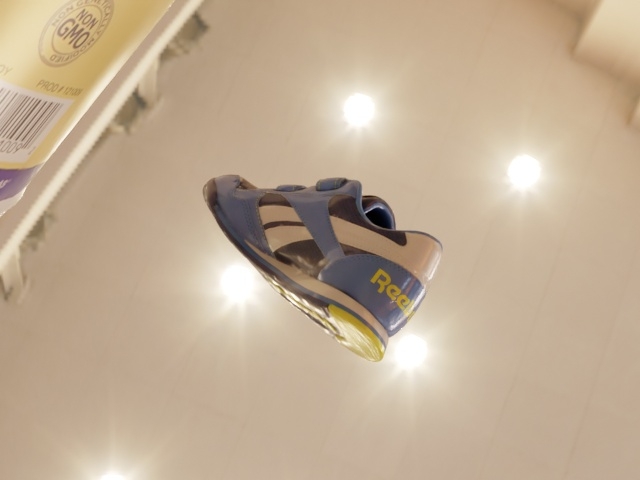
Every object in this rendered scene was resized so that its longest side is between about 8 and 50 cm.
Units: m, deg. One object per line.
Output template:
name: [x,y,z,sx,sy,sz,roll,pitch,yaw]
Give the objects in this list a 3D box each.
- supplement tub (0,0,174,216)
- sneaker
supplement tub: [-0.105,-0.187,0.434,0.241,0.241,0.331,42,-79,12]
sneaker: [0.000,0.000,0.650,0.059,0.053,0.144,-48,-137,-6]
